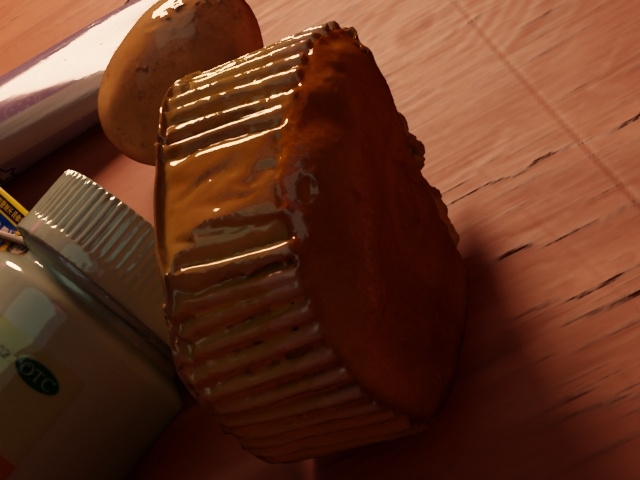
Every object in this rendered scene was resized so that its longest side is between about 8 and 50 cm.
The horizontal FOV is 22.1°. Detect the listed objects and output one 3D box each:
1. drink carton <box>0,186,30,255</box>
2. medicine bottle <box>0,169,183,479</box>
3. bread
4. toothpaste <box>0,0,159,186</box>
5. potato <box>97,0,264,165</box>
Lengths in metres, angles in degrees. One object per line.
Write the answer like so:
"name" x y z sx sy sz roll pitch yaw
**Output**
"drink carton" -0.232 0.013 1.228 0.071 0.056 0.165 -46 39 -8
"medicine bottle" -0.202 0.124 1.022 0.318 0.158 0.158 -51 40 -9
"bread" 0.000 0.000 0.946 0.133 0.179 0.250 -21 50 27
"toothpaste" -0.243 -0.101 1.330 0.371 0.080 0.125 -33 40 6
"potato" -0.102 -0.123 1.205 0.147 0.112 0.112 -47 39 7
